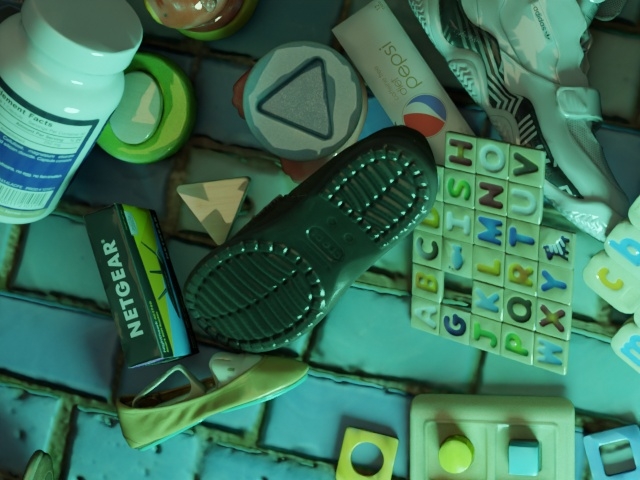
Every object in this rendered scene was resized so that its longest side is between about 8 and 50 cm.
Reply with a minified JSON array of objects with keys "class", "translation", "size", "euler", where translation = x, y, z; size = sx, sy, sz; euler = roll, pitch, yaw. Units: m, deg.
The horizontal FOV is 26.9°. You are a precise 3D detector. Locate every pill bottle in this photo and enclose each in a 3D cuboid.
[{"class":"pill bottle","translation":[-0.305,-0.154,1.456],"size":[0.153,0.153,0.264],"euler":[46,126,10]}]

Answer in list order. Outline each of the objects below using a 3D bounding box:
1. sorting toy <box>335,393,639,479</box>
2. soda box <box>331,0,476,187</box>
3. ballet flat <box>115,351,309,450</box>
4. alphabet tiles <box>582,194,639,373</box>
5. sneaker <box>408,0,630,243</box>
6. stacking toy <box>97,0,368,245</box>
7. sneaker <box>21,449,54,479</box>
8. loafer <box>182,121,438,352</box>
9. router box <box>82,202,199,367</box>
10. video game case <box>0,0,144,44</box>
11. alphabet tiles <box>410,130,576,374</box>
[{"class":"sorting toy","translation":[0.184,0.268,1.460],"size":[0.348,0.047,0.195],"euler":[0,88,12]},{"class":"soda box","translation":[0.102,-0.159,1.480],"size":[0.069,0.074,0.216],"euler":[-35,82,8]},{"class":"ballet flat","translation":[-0.128,0.167,1.509],"size":[0.232,0.080,0.073],"euler":[-24,100,10]},{"class":"alphabet tiles","translation":[0.403,0.075,1.334],"size":[0.278,0.284,0.021],"euler":[39,54,11]},{"class":"sneaker","translation":[0.265,-0.187,1.415],"size":[0.210,0.137,0.365],"euler":[-36,78,11]},{"class":"stacking toy","translation":[-0.120,-0.162,1.477],"size":[0.309,0.130,0.279],"euler":[43,98,2]},{"class":"sneaker","translation":[-0.322,0.339,1.564],"size":[0.071,0.066,0.188],"euler":[10,95,-5]},{"class":"loafer","translation":[0.000,0.000,1.456],"size":[0.366,0.130,0.134],"euler":[-34,100,32]},{"class":"router box","translation":[-0.200,0.052,1.505],"size":[0.046,0.133,0.178],"euler":[-19,85,11]},{"class":"video game case","translation":[-0.386,-0.250,1.539],"size":[0.275,0.035,0.248],"euler":[-34,116,8]},{"class":"alphabet tiles","translation":[0.178,0.008,1.406],"size":[0.198,0.009,0.237],"euler":[16,116,37]}]
